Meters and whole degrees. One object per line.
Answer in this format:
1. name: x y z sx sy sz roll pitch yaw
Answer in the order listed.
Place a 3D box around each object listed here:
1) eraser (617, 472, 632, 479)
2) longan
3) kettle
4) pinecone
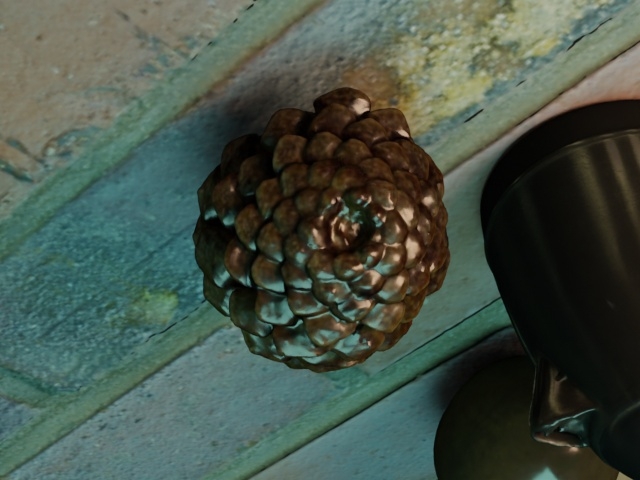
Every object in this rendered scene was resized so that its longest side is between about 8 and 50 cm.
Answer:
1. eraser: 0.402 0.201 1.249 0.290 0.087 0.171 9 132 -17
2. longan: 0.187 0.191 1.163 0.167 0.167 0.187 6 158 -14
3. kettle: 0.257 0.065 0.941 0.251 0.271 0.207 19 132 -25
4. pinecone: 0.004 -0.003 0.905 0.184 0.179 0.204 -36 179 2
